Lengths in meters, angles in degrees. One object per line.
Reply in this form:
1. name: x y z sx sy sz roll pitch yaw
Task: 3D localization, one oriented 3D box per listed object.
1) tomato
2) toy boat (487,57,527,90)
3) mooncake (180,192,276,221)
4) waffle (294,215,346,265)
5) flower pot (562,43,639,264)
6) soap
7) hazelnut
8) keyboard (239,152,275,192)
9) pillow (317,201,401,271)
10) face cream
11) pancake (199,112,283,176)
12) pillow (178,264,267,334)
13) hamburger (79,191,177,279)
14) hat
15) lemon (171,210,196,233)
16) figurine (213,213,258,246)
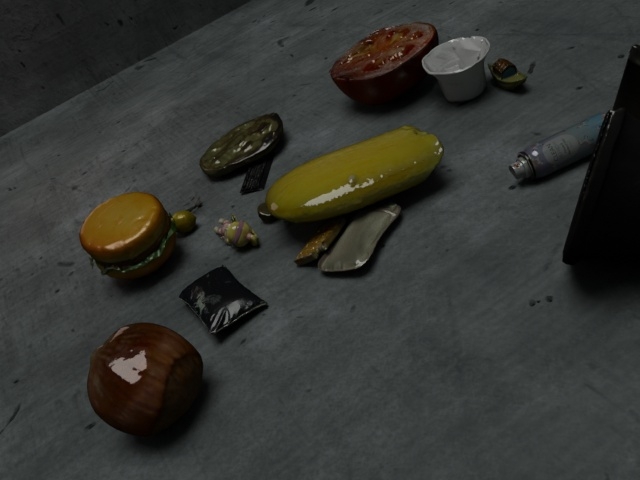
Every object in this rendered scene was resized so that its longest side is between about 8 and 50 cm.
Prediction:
1. tomato: 0.207 -0.509 2.000 0.338 0.144 0.338 -21 34 15
2. toy boat: 0.502 -0.448 1.805 0.065 0.066 0.172 -22 35 -2
3. mooncake: -0.252 -0.091 1.802 0.150 0.057 0.346 -28 29 -27
4. waffle: 0.000 0.000 1.525 0.092 0.021 0.135 -21 27 48
5. flower pot: 0.572 -0.100 1.108 0.251 0.380 0.379 18 49 19
6. soap: 0.072 -0.152 1.617 0.427 0.115 0.306 -20 29 -1
7. hazelnut: -0.330 0.257 1.256 0.214 0.176 0.214 16 46 -17
8. keyboard: -0.181 -0.199 1.941 0.074 0.015 0.197 -12 36 18
9. pillow: 0.089 -0.009 1.489 0.130 0.038 0.233 -1 40 36
10. face cream: 0.516 -0.194 1.443 0.229 0.075 0.075 -26 34 -1
11. pancake: -0.238 -0.295 2.062 0.294 0.050 0.295 -23 32 15
12. pillow: -0.225 0.130 1.490 0.141 0.055 0.208 -30 34 -22
13. hamburger: -0.480 0.002 1.717 0.245 0.170 0.246 -9 46 9
14. hat: 0.382 -0.457 1.837 0.203 0.126 0.203 -16 35 12
15. lemon: -0.374 -0.049 1.817 0.083 0.062 0.062 -19 34 9
16. figurine: -0.216 -0.024 1.691 0.083 0.083 0.187 -39 24 -20
